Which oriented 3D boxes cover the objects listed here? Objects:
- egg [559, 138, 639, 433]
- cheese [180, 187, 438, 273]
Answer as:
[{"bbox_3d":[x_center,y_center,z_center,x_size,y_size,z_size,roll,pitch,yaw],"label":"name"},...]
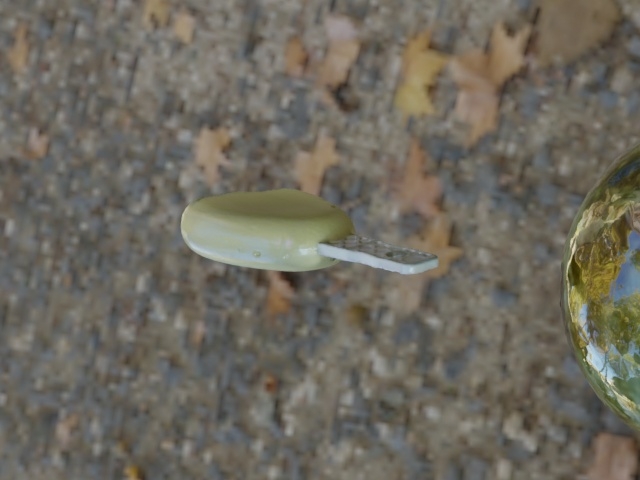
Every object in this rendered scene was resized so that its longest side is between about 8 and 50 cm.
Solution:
[{"bbox_3d":[0.297,0.023,1.317,0.238,0.238,0.289,-53,17,39],"label":"egg"},{"bbox_3d":[0.000,0.000,1.517,0.255,0.127,0.050,14,110,44],"label":"cheese"}]
